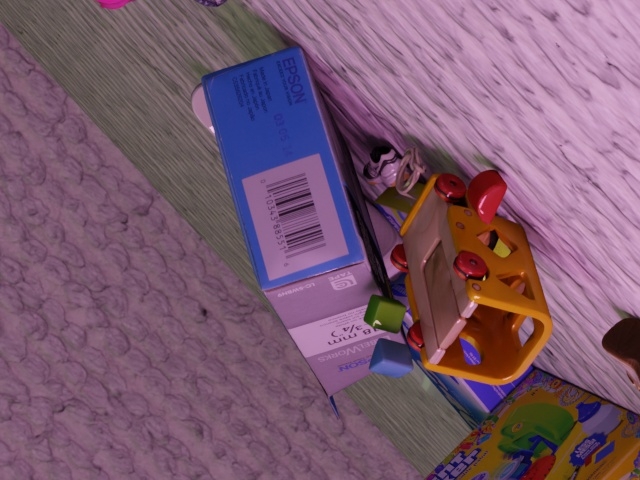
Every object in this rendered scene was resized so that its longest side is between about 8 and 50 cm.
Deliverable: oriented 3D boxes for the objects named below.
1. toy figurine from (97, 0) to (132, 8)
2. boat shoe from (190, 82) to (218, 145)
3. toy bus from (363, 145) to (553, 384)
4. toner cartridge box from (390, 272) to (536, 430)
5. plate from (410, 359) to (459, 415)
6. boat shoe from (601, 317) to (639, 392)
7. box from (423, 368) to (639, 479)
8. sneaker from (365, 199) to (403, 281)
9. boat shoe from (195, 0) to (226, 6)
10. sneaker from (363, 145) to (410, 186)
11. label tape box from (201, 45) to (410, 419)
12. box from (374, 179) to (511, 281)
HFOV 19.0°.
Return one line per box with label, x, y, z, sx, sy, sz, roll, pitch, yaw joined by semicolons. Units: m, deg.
toy figurine;-0.239;-0.309;1.950;0.159;0.130;0.173;40;-162;-28
boat shoe;-0.090;-0.112;2.265;0.184;0.066;0.063;46;-174;-13
toy bus;0.130;0.026;1.612;0.104;0.202;0.191;15;173;-21
toner cartridge box;0.182;0.154;2.114;0.348;0.075;0.165;50;170;-24
plate;0.112;0.108;2.341;0.277;0.045;0.278;51;172;-17
boat shoe;0.274;0.106;1.510;0.045;0.050;0.135;47;-177;-31
box;0.222;0.312;1.911;0.177;0.290;0.279;49;171;-17
sneaker;-0.014;-0.042;2.086;0.292;0.110;0.118;39;160;41
boat shoe;-0.129;-0.273;1.675;0.083;0.065;0.183;41;177;25
sneaker;0.059;-0.074;1.805;0.037;0.032;0.083;62;164;-13
label tape box;0.000;0.000;1.860;0.333;0.106;0.240;62;-170;-62
box;0.119;-0.002;1.784;0.109;0.042;0.178;50;171;-20
